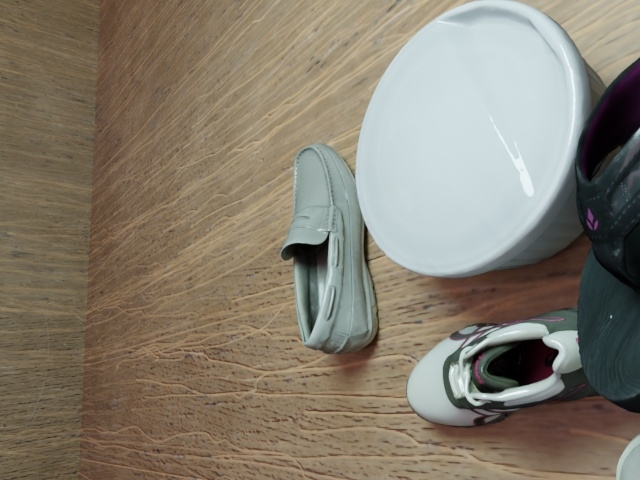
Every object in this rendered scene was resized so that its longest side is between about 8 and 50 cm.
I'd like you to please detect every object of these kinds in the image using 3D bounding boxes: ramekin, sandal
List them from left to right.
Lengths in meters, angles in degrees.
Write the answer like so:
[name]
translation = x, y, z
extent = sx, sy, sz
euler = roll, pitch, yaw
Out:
[ramekin]
translation = 0.169, -0.091, 0.592
extent = 0.273, 0.127, 0.273
euler = -14, 72, 52
[sandal]
translation = 0.260, -0.104, 0.406
extent = 0.167, 0.107, 0.446
euler = -179, 112, -85

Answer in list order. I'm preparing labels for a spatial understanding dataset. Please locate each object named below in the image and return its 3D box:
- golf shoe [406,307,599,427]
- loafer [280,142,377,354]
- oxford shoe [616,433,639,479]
[golf shoe]
translation = 0.164, 0.124, 0.569
extent = 0.273, 0.120, 0.105
euler = -35, 58, 46
[loafer]
translation = 0.000, 0.000, 0.815
extent = 0.112, 0.111, 0.319
euler = -36, 56, 44
[oxford shoe]
translation = 0.300, 0.337, 0.339
extent = 0.169, 0.130, 0.449
euler = -39, 53, 45
